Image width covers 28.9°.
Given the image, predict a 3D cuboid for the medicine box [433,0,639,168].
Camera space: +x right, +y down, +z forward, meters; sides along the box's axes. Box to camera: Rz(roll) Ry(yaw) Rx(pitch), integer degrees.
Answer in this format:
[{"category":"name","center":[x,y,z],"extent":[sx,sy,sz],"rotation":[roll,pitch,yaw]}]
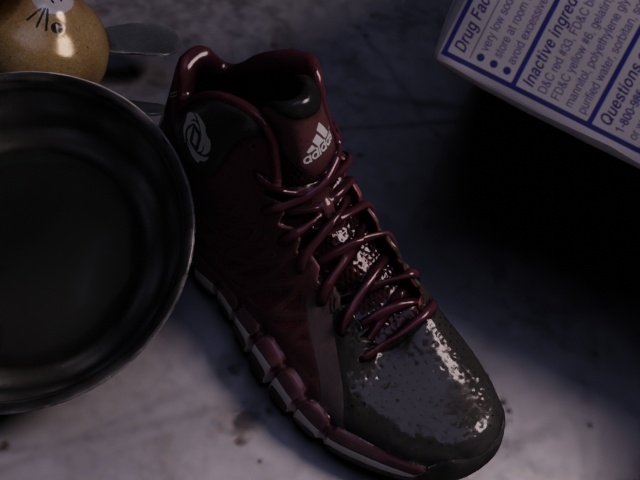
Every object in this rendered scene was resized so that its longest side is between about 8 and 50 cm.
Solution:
[{"category":"medicine box","center":[0.242,-0.116,0.754],"extent":[0.289,0.149,0.263],"rotation":[29,16,8]}]

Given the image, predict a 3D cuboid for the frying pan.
[{"category":"frying pan","center":[-0.222,0.029,0.669],"extent":[0.326,0.053,0.197],"rotation":[-27,71,-7]}]

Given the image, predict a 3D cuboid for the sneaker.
[{"category":"sneaker","center":[0.000,0.000,0.674],"extent":[0.281,0.162,0.106],"rotation":[42,55,18]}]

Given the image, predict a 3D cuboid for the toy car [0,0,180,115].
[{"category":"toy car","center":[-0.177,-0.135,0.758],"extent":[0.188,0.149,0.155],"rotation":[20,40,-13]}]
